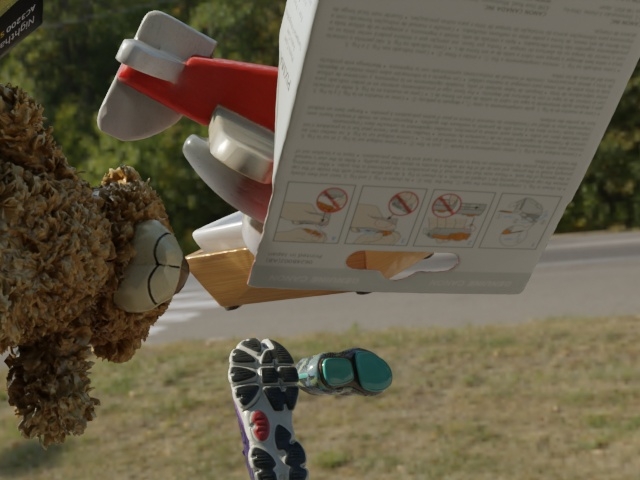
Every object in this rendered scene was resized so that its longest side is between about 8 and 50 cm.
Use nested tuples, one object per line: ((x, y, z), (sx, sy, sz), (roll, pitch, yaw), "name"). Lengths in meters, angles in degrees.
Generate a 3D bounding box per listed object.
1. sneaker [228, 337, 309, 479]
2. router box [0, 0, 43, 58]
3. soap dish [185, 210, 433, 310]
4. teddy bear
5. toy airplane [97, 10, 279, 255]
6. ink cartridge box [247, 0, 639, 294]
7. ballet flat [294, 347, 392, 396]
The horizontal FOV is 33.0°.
((-0.058, 0.173, 1.022), (0.068, 0.170, 0.071), (4, -32, -19), "sneaker")
((-0.313, -0.157, 0.727), (0.309, 0.081, 0.243), (-51, -5, -31), "router box")
((0.000, 0.000, 1.416), (0.291, 0.118, 0.229), (-8, 11, 35), "soap dish")
((-0.205, 0.010, 0.750), (0.113, 0.245, 0.338), (-21, -33, 27), "teddy bear")
((-0.062, -0.107, 1.214), (0.384, 0.272, 0.386), (17, 16, 41), "toy airplane")
((0.107, -0.116, 1.000), (0.308, 0.385, 0.091), (2, 41, -18), "ink cartridge box")
((0.026, 0.177, 1.435), (0.070, 0.070, 0.188), (-4, -12, 32), "ballet flat")
